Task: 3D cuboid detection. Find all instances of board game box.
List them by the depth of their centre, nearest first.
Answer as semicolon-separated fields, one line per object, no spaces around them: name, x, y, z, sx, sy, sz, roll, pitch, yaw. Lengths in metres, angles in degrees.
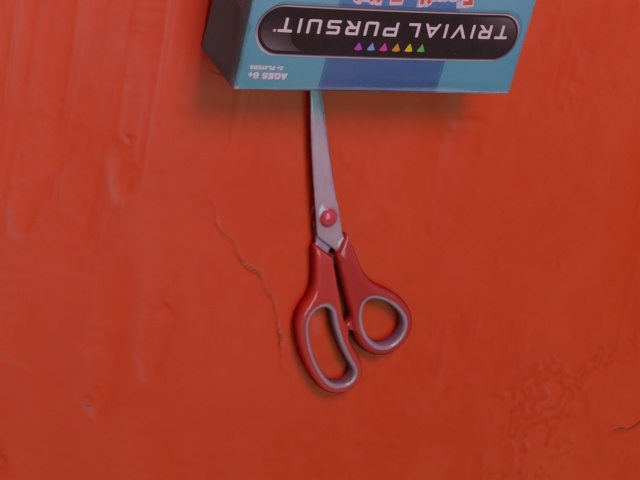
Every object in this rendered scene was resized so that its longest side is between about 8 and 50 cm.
board game box;0.067;-0.279;1.368;0.254;0.079;0.336;-2;121;-26

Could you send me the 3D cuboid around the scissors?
scissors;0.000;0.000;1.516;0.109;0.021;0.297;-28;121;-13
